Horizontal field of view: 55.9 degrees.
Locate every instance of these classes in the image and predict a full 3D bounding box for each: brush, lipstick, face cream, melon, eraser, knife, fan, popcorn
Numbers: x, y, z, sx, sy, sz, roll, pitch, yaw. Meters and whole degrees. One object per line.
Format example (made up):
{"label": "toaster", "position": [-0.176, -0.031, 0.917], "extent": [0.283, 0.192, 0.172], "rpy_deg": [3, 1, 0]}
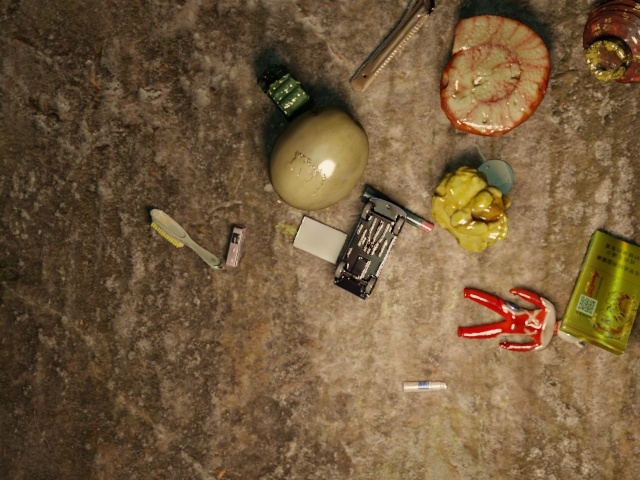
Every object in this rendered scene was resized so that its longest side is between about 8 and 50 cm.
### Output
{"label": "brush", "position": [-0.443, 0.011, 1.953], "extent": [0.296, 0.068, 0.060], "rpy_deg": [39, 119, 4]}
{"label": "lipstick", "position": [0.237, -0.091, 1.827], "extent": [0.234, 0.053, 0.054], "rpy_deg": [27, 97, 4]}
{"label": "face cream", "position": [0.320, 0.448, 1.846], "extent": [0.130, 0.034, 0.034], "rpy_deg": [-4, 92, 11]}
{"label": "melon", "position": [-0.012, -0.229, 1.753], "extent": [0.330, 0.268, 0.268], "rpy_deg": [-43, 85, 17]}
{"label": "eraser", "position": [0.000, 0.000, 1.886], "extent": [0.150, 0.023, 0.104], "rpy_deg": [24, 97, 9]}
{"label": "knife", "position": [0.218, -0.591, 1.807], "extent": [0.365, 0.043, 0.089], "rpy_deg": [-50, 51, 11]}
{"label": "fan", "position": [0.501, -0.212, 1.791], "extent": [0.113, 0.005, 0.175], "rpy_deg": [-28, 89, 11]}
{"label": "popcorn", "position": [0.420, -0.091, 1.710], "extent": [0.194, 0.255, 0.256], "rpy_deg": [-26, 116, -10]}

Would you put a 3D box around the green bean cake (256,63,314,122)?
{"label": "green bean cake", "position": [-0.115, -0.453, 1.791], "extent": [0.107, 0.208, 0.193], "rpy_deg": [-39, 88, 7]}

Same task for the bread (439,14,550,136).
{"label": "bread", "position": [0.496, -0.462, 1.724], "extent": [0.295, 0.114, 0.328], "rpy_deg": [15, 95, 8]}

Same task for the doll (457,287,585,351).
{"label": "doll", "position": [0.600, 0.239, 1.757], "extent": [0.383, 0.099, 0.189], "rpy_deg": [11, 105, 13]}

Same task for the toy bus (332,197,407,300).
{"label": "toy bus", "position": [0.154, 0.021, 1.804], "extent": [0.125, 0.133, 0.292], "rpy_deg": [26, 100, 13]}

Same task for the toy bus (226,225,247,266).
{"label": "toy bus", "position": [-0.269, 0.018, 1.921], "extent": [0.036, 0.052, 0.131], "rpy_deg": [15, 96, 11]}

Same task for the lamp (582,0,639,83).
{"label": "lamp", "position": [0.814, -0.529, 1.603], "extent": [0.246, 0.247, 0.247], "rpy_deg": [1, 93, 10]}

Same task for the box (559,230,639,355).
{"label": "box", "position": [0.798, 0.142, 1.680], "extent": [0.172, 0.043, 0.311], "rpy_deg": [23, 73, 9]}
